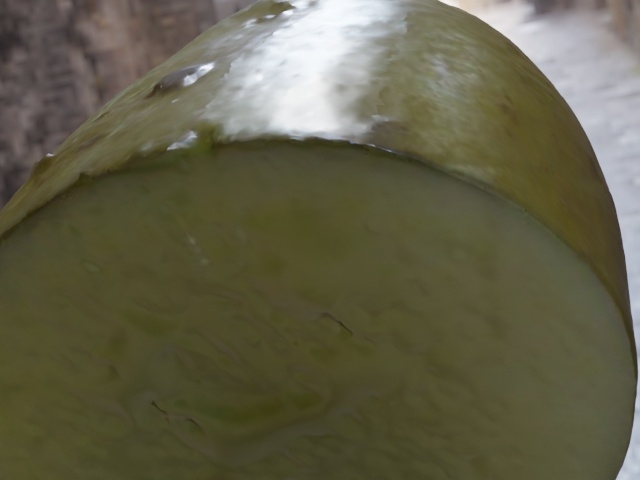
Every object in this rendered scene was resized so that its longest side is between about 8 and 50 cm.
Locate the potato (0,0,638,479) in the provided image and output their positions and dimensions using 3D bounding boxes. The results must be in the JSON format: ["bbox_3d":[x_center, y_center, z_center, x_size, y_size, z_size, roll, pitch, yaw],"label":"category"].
[{"bbox_3d":[0.000,0.000,0.572,0.203,0.178,0.158,-52,15,38],"label":"potato"}]
